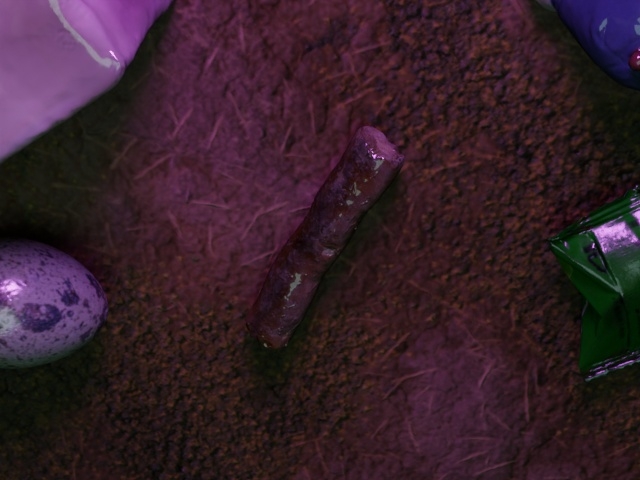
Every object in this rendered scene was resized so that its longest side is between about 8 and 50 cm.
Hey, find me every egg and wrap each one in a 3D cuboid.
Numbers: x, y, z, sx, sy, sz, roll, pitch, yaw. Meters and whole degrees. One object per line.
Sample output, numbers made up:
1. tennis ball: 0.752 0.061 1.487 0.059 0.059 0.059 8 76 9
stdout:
1. egg: -0.299 0.064 1.547 0.172 0.132 0.132 7 121 -14

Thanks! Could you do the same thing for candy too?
1. candy: -0.313 -0.153 1.381 0.359 0.208 0.145 -30 109 20
2. candy: 0.309 0.048 1.547 0.141 0.078 0.203 -16 124 12

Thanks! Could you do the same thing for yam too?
1. yam: 0.000 0.000 1.540 0.061 0.061 0.253 25 118 -12

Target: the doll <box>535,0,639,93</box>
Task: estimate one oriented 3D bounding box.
1. doll: 0.331 -0.244 1.343 0.228 0.154 0.258 42 107 -16
